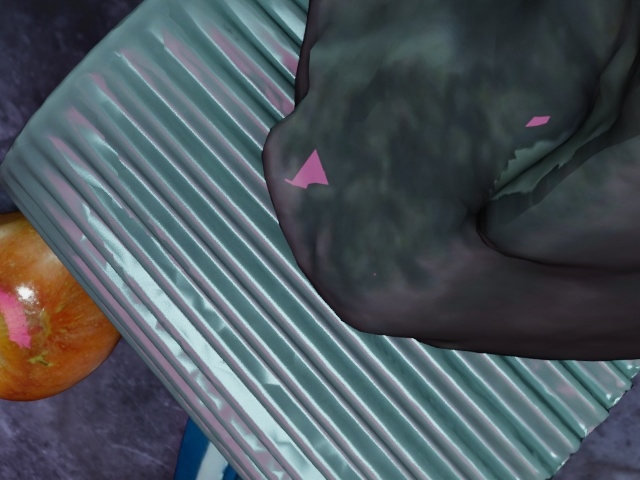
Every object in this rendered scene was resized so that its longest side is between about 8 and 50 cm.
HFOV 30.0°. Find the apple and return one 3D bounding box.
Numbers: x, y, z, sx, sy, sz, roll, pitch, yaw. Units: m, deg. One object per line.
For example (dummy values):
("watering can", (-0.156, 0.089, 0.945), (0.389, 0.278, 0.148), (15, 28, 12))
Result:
("apple", (-0.238, 0.051, 0.994), (0.163, 0.139, 0.164), (16, 120, 29))

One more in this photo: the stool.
("stool", (0.000, 0.000, 0.750), (0.330, 0.297, 0.297), (46, 129, -4))

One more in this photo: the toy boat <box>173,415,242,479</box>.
("toy boat", (-0.060, 0.127, 0.985), (0.061, 0.096, 0.299), (31, 127, 15))

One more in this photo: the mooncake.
("mooncake", (0.181, -0.069, 0.479), (0.350, 0.212, 0.381), (19, 158, -36))
